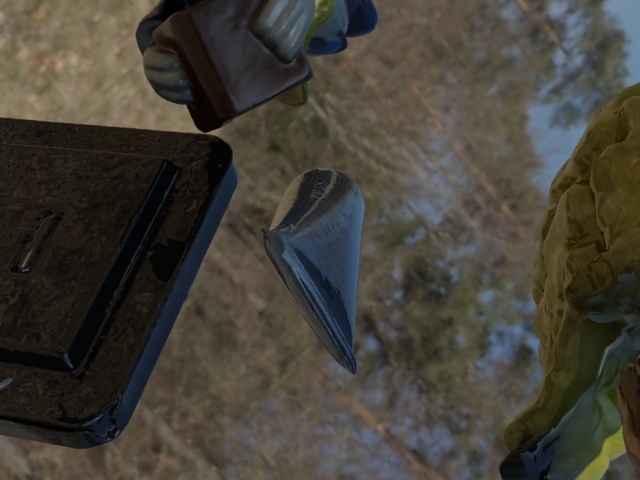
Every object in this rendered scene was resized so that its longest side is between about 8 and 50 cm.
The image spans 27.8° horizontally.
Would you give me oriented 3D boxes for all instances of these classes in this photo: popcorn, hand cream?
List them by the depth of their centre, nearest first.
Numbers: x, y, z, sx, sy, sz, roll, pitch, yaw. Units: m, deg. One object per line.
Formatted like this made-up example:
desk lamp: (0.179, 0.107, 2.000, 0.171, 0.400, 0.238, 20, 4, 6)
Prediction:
hand cream: (0.000, 0.000, 0.760, 0.055, 0.088, 0.256, -26, -168, 7)
popcorn: (0.257, 0.028, 0.828, 0.293, 0.293, 0.237, -37, -152, 17)

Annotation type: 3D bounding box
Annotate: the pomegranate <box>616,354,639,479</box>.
pomegranate: (0.250, 0.173, 0.402, 0.410, 0.410, 0.410, -38, -169, 9)

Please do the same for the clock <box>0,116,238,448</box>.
clock: (-0.225, 0.014, 0.982, 0.273, 0.049, 0.279, 5, -127, 22)

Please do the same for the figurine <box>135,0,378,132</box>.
figurine: (-0.056, -0.206, 0.961, 0.204, 0.283, 0.338, -42, 146, 28)

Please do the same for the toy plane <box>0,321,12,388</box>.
toy plane: (-0.259, 0.034, 0.774, 0.065, 0.162, 0.171, -38, 174, 24)
